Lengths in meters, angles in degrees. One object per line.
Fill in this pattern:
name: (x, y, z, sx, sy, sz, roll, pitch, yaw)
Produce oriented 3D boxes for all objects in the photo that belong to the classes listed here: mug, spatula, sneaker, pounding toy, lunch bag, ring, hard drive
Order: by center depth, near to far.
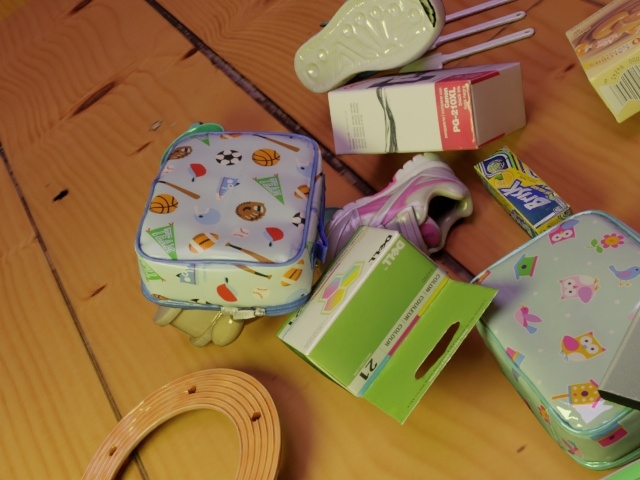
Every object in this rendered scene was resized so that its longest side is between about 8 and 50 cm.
hard drive: (0.333, 0.104, 0.875, 0.094, 0.022, 0.135, 14, 59, 40)
lunch bag: (0.306, 0.099, 1.002, 0.224, 0.108, 0.279, -32, 39, -1)
ring: (-0.184, 0.310, 1.164, 0.337, 0.032, 0.336, -24, 39, 20)
lunch bag: (-0.106, -0.025, 1.234, 0.243, 0.115, 0.303, 3, 42, 4)
sneaker: (0.105, -0.017, 1.265, 0.252, 0.103, 0.111, -42, 38, -9)
pounding toy: (-0.137, 0.081, 1.360, 0.154, 0.155, 0.269, -47, 20, 31)
sneaker: (0.124, -0.350, 1.492, 0.236, 0.130, 0.323, -35, 10, -38)
mug: (-0.189, -0.131, 1.591, 0.129, 0.097, 0.157, 0, 49, 35)
spatula: (0.242, -0.360, 1.592, 0.242, 0.019, 0.168, -15, 42, 22)

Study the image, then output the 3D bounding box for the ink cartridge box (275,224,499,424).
ink cartridge box: (0.071, 0.087, 1.093, 0.188, 0.097, 0.255, -52, 16, -8)

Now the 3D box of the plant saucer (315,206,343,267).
plant saucer: (0.000, 0.000, 1.384, 0.119, 0.021, 0.119, -19, 42, 17)

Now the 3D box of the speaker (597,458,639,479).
speaker: (0.353, 0.230, 0.819, 0.297, 0.131, 0.131, -30, 39, 5)

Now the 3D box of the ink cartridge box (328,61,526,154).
ink cartridge box: (0.155, -0.193, 1.361, 0.237, 0.100, 0.172, 1, 18, 36)

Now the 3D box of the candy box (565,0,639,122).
candy box: (0.497, -0.307, 1.233, 0.316, 0.087, 0.183, -32, 26, 21)

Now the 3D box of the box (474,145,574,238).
box: (0.271, -0.054, 1.222, 0.054, 0.059, 0.169, -35, 38, 2)
